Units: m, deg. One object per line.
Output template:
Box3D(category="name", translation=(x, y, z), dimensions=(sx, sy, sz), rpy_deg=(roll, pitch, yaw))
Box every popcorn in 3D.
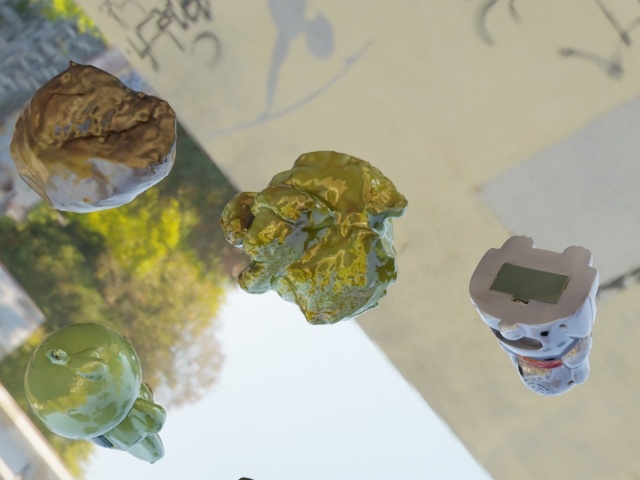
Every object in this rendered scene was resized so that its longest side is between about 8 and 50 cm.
Box3D(category="popcorn", translation=(-0.005, 0.004, 1.772), dimensions=(0.276, 0.276, 0.225), rpy_deg=(-43, 169, -37))

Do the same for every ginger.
Box3D(category="ginger", translation=(-0.370, -0.144, 1.924), dimensions=(0.200, 0.269, 0.223), rpy_deg=(-57, 175, -32))

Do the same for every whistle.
Box3D(category="whistle", translation=(-0.249, 0.179, 1.397), dimensions=(0.141, 0.141, 0.294), rpy_deg=(-37, 155, 2))

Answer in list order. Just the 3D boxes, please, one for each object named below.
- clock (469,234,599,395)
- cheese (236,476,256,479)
Box3D(category="clock", translation=(0.340, 0.133, 1.769), dimensions=(0.189, 0.254, 0.188), rpy_deg=(-14, -133, 15))
Box3D(category="cheese", translation=(-0.108, 0.368, 1.296), dimensions=(0.091, 0.175, 0.202), rpy_deg=(-8, 160, -48))
